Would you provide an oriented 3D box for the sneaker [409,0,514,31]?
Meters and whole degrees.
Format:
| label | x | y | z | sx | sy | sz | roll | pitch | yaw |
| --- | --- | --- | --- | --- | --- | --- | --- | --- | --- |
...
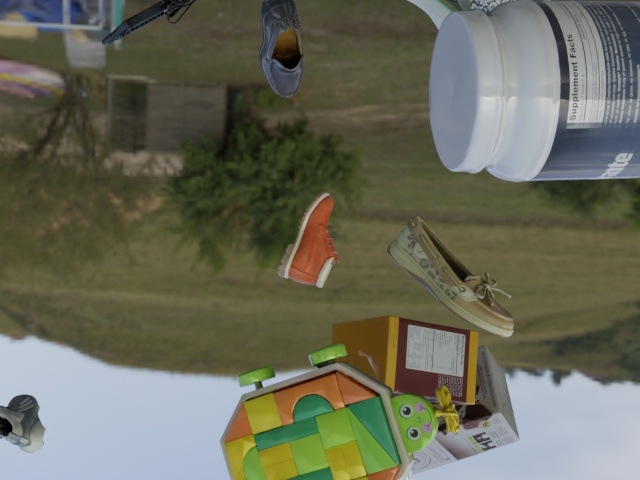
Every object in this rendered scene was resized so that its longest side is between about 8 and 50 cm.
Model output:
| label | x | y | z | sx | sy | sz | roll | pitch | yaw |
| --- | --- | --- | --- | --- | --- | --- | --- | --- | --- |
| sneaker | 0.182 | -0.437 | 1.439 | 0.410 | 0.182 | 0.158 | 36 | -130 | -1 |

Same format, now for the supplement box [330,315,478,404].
| label | x | y | z | sx | sy | sz | roll | pitch | yaw |
| --- | --- | --- | --- | --- | --- | --- | --- | --- | --- |
| supplement box | 0.145 | 0.218 | 1.740 | 0.194 | 0.129 | 0.191 | 13 | 165 | -28 |

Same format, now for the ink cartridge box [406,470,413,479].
| label | x | y | z | sx | sy | sz | roll | pitch | yaw |
| --- | --- | --- | --- | --- | --- | --- | --- | --- | --- |
| ink cartridge box | 0.056 | 0.404 | 1.508 | 0.181 | 0.225 | 0.056 | -8 | -171 | 13 |

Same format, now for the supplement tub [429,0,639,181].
| label | x | y | z | sx | sy | sz | roll | pitch | yaw |
| --- | --- | --- | --- | --- | --- | --- | --- | --- | --- |
| supplement tub | 0.270 | -0.159 | 1.049 | 0.272 | 0.191 | 0.191 | -2 | -173 | -10 |

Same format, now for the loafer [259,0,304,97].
| label | x | y | z | sx | sy | sz | roll | pitch | yaw |
| --- | --- | --- | --- | --- | --- | --- | --- | --- | --- |
| loafer | -0.051 | -0.253 | 1.346 | 0.062 | 0.061 | 0.170 | -16 | 144 | -5 |

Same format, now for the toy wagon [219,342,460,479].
| label | x | y | z | sx | sy | sz | roll | pitch | yaw |
| --- | --- | --- | --- | --- | --- | --- | --- | --- | --- |
| toy wagon | 0.027 | 0.286 | 1.401 | 0.344 | 0.267 | 0.068 | -20 | 171 | 16 |

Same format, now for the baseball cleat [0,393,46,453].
| label | x | y | z | sx | sy | sz | roll | pitch | yaw |
| --- | --- | --- | --- | --- | --- | --- | --- | --- | --- |
| baseball cleat | -0.569 | 0.321 | 1.815 | 0.109 | 0.072 | 0.206 | 36 | 173 | -30 |

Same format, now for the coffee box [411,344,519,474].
| label | x | y | z | sx | sy | sz | roll | pitch | yaw |
| --- | --- | --- | --- | --- | --- | --- | --- | --- | --- |
| coffee box | 0.226 | 0.350 | 1.958 | 0.297 | 0.119 | 0.168 | -23 | -138 | 17 |

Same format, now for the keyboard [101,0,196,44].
| label | x | y | z | sx | sy | sz | roll | pitch | yaw |
| --- | --- | --- | --- | --- | --- | --- | --- | --- | --- |
| keyboard | -0.217 | -0.322 | 1.394 | 0.100 | 0.038 | 0.192 | -21 | -164 | 51 |

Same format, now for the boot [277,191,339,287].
| label | x | y | z | sx | sy | sz | roll | pitch | yaw |
| --- | --- | --- | --- | --- | --- | --- | --- | --- | --- |
| boot | 0.000 | 0.000 | 1.592 | 0.084 | 0.158 | 0.059 | 21 | 169 | 12 |

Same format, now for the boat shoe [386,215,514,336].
| label | x | y | z | sx | sy | sz | roll | pitch | yaw |
| --- | --- | --- | --- | --- | --- | --- | --- | --- | --- |
| boat shoe | 0.247 | 0.068 | 1.794 | 0.285 | 0.089 | 0.104 | 39 | -166 | 21 |
